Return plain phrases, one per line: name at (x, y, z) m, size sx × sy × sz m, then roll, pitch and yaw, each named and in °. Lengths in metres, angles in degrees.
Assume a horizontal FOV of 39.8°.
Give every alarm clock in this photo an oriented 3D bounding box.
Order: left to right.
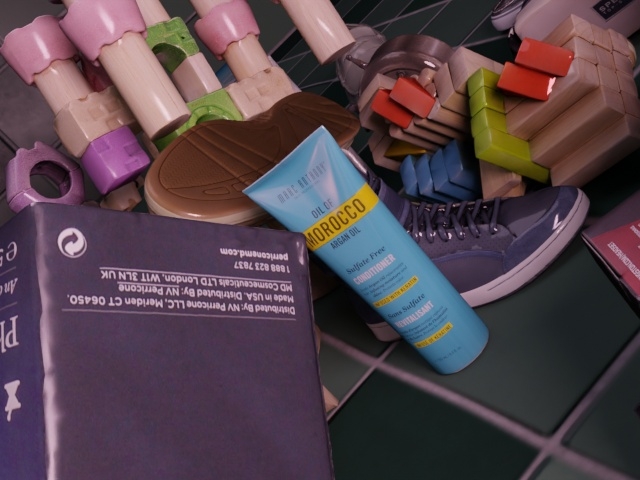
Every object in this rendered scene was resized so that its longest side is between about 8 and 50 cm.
alarm clock at (0.129, -0.177, 1.050) m, size 0.192 × 0.129 × 0.064 m, roll -3°, pitch 37°, yaw 22°

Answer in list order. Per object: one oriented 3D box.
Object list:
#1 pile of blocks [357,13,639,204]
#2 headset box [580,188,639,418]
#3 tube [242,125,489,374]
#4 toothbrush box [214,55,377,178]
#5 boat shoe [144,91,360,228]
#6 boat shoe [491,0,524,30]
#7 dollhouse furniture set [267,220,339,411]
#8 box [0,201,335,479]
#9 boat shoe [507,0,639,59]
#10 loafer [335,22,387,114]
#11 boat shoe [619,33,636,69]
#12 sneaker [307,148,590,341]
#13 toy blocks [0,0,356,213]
pile of blocks at (0.119, -0.100, 0.799) m, size 0.362 × 0.112 × 0.149 m, roll -6°, pitch 70°, yaw 63°
headset box at (0.260, 0.001, 0.365) m, size 0.293 × 0.110 × 0.218 m, roll -39°, pitch 18°, yaw 12°
tube at (0.041, 0.013, 0.650) m, size 0.080 × 0.207 × 0.052 m, roll -38°, pitch 18°, yaw 21°
toothbrush box at (-0.065, -0.138, 1.210) m, size 0.126 × 0.216 × 0.295 m, roll -43°, pitch 17°, yaw 1°
boat shoe at (-0.059, -0.054, 0.810) m, size 0.302 × 0.109 × 0.098 m, roll -41°, pitch -19°, yaw -57°
boat shoe at (0.307, -0.385, 1.201) m, size 0.228 × 0.076 × 0.080 m, roll -43°, pitch 18°, yaw 0°
dollhouse furniture set at (-0.193, 0.095, 0.885) m, size 0.394 × 0.256 × 0.362 m, roll -35°, pitch 20°, yaw 23°
box at (-0.144, 0.167, 0.516) m, size 0.296 × 0.182 × 0.294 m, roll -26°, pitch 67°, yaw 44°
boat shoe at (0.333, -0.303, 0.868) m, size 0.340 × 0.127 × 0.158 m, roll -28°, pitch 31°, yaw 41°
loafer at (0.068, -0.284, 1.423) m, size 0.112 × 0.111 × 0.319 m, roll -40°, pitch 18°, yaw 11°
boat shoe at (0.214, -0.112, 0.818) m, size 0.190 × 0.068 × 0.072 m, roll -42°, pitch 27°, yaw 45°
sneaker at (0.084, -0.021, 0.714) m, size 0.226 × 0.163 × 0.086 m, roll -31°, pitch 20°, yaw 30°
toy blocks at (-0.189, -0.199, 0.879) m, size 0.288 × 0.260 × 0.309 m, roll -33°, pitch 0°, yaw -40°
